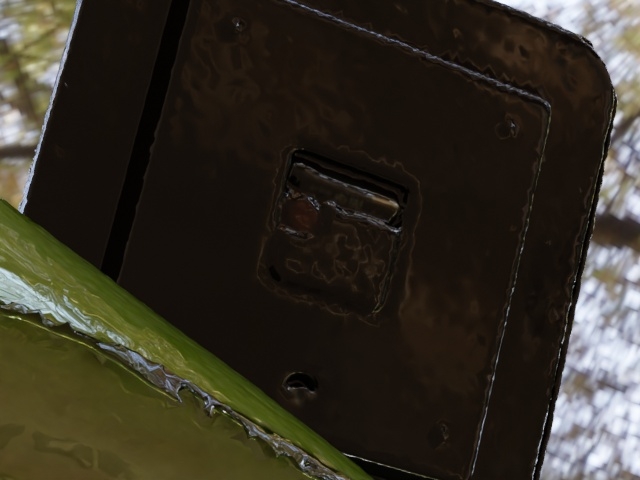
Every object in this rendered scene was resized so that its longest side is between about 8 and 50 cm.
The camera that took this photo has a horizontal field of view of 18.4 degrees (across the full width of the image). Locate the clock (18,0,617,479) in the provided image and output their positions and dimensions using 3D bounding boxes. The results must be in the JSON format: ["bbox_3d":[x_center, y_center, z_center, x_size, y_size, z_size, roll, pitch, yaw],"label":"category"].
[{"bbox_3d":[0.000,0.000,0.883,0.279,0.049,0.273,18,-101,-24],"label":"clock"}]

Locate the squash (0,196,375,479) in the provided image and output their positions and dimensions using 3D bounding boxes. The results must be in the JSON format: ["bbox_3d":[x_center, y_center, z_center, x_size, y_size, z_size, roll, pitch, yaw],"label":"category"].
[{"bbox_3d":[-0.069,0.149,0.601,0.309,0.210,0.233,39,-79,11],"label":"squash"}]
